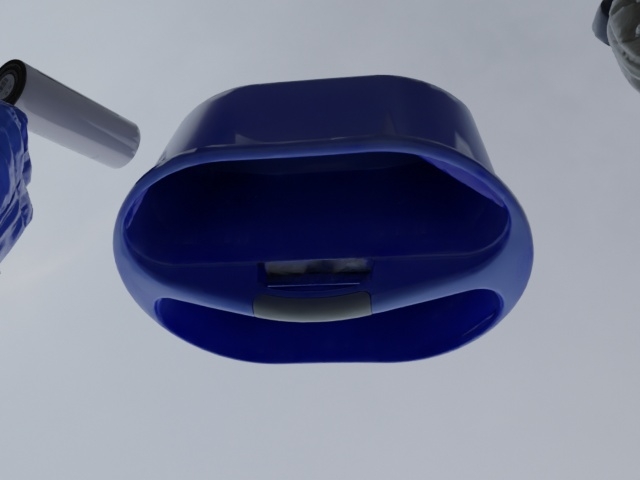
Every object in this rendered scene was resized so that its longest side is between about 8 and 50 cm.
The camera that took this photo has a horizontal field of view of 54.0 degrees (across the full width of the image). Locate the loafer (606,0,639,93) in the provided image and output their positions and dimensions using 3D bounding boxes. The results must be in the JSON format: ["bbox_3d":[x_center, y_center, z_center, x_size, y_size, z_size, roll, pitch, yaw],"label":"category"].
[{"bbox_3d":[0.264,-0.158,0.394,0.111,0.112,0.319,49,-129,-11],"label":"loafer"}]

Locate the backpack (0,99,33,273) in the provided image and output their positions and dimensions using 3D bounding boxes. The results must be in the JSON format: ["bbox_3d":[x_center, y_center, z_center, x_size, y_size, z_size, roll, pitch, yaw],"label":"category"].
[{"bbox_3d":[-0.240,-0.054,0.401,0.098,0.120,0.101,17,-124,-7],"label":"backpack"}]

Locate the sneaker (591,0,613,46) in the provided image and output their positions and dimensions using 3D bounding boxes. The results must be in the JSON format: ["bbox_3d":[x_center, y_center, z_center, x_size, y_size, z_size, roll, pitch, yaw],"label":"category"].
[{"bbox_3d":[0.405,-0.277,0.592,0.319,0.131,0.112,-24,-126,-11],"label":"sneaker"}]

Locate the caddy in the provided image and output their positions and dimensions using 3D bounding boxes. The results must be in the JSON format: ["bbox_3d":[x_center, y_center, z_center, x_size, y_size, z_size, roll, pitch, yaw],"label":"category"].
[{"bbox_3d":[0.000,0.000,0.540,0.342,0.241,0.179,-3,-139,8],"label":"caddy"}]

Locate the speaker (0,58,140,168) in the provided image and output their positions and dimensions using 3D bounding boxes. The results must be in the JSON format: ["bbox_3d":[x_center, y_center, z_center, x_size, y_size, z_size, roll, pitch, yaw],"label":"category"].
[{"bbox_3d":[-0.238,-0.115,0.597,0.055,0.055,0.136,45,-170,33],"label":"speaker"}]
